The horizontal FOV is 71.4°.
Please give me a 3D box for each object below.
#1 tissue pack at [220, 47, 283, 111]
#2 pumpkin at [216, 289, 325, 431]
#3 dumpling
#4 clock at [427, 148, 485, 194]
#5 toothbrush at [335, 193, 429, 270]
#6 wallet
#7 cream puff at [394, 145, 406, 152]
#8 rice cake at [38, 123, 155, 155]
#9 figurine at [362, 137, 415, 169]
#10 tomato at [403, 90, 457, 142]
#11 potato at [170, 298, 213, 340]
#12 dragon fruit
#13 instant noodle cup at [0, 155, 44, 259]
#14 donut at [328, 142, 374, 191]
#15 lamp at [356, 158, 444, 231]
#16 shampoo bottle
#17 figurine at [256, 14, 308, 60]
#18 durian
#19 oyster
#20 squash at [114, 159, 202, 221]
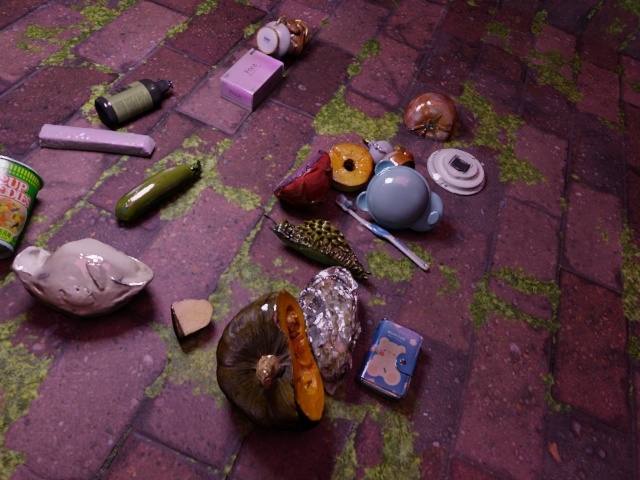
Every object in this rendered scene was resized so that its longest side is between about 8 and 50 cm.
[{"bbox_3d":[-0.265,-0.631,1.744,0.149,0.092,0.246,27,55,4],"label":"tissue pack"},{"bbox_3d":[-0.140,0.301,1.050,0.232,0.242,0.324,-19,80,11],"label":"pumpkin"},{"bbox_3d":[-0.604,0.090,1.172,0.318,0.187,0.243,10,15,-16],"label":"dumpling"},{"bbox_3d":[0.531,-0.280,1.716,0.237,0.053,0.236,7,56,-10],"label":"clock"},{"bbox_3d":[0.202,-0.022,1.485,0.386,0.040,0.040,41,58,11],"label":"toothbrush"},{"bbox_3d":[0.195,0.330,1.227,0.141,0.059,0.202,23,53,11],"label":"wallet"},{"bbox_3d":[0.296,-0.326,1.688,0.083,0.058,0.083,43,57,14],"label":"cream puff"},{"bbox_3d":[-0.736,-0.329,1.458,0.365,0.056,0.072,5,54,-10],"label":"rice cake"},{"bbox_3d":[0.242,-0.280,1.608,0.271,0.143,0.143,33,55,26],"label":"figurine"},{"bbox_3d":[0.456,-0.518,1.801,0.214,0.155,0.180,13,51,-2],"label":"tomato"},{"bbox_3d":[-0.339,0.206,1.185,0.103,0.066,0.096,-12,74,-25],"label":"potato"},{"bbox_3d":[-0.028,-0.176,1.458,0.148,0.218,0.223,50,15,-13],"label":"dragon fruit"},{"bbox_3d":[-0.879,-0.078,1.190,0.207,0.207,0.232,2,65,-12],"label":"instant noodle cup"},{"bbox_3d":[0.098,-0.254,1.587,0.174,0.074,0.190,6,62,-10],"label":"donut"},{"bbox_3d":[0.279,-0.131,1.477,0.284,0.209,0.147,23,21,-24],"label":"lamp"},{"bbox_3d":[-0.642,-0.503,1.568,0.101,0.101,0.284,41,57,15],"label":"shampoo bottle"},{"bbox_3d":[-0.150,-0.839,1.853,0.142,0.189,0.263,39,37,9],"label":"figurine"},{"bbox_3d":[-0.003,0.004,1.361,0.375,0.132,0.106,30,68,1],"label":"durian"},{"bbox_3d":[0.028,0.236,1.216,0.162,0.158,0.350,-15,60,28],"label":"oyster"},{"bbox_3d":[-0.496,-0.167,1.388,0.087,0.087,0.331,39,55,14],"label":"squash"}]
